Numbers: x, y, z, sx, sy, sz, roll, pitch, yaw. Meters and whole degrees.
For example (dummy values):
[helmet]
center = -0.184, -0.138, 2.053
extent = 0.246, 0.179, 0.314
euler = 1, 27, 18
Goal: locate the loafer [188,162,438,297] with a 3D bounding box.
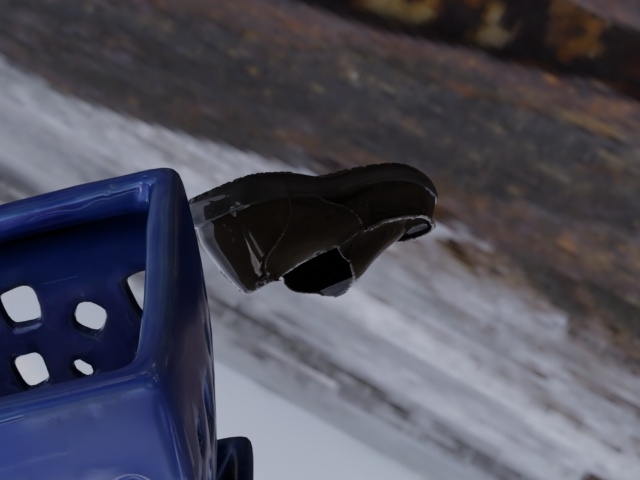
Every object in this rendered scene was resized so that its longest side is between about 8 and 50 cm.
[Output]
[loafer]
center = 0.000, 0.000, 1.183
extent = 0.080, 0.078, 0.220
euler = -21, 170, 40

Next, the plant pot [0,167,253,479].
[plant pot]
center = -0.155, 0.122, 0.965
extent = 0.236, 0.236, 0.212
euler = -93, -14, -64
